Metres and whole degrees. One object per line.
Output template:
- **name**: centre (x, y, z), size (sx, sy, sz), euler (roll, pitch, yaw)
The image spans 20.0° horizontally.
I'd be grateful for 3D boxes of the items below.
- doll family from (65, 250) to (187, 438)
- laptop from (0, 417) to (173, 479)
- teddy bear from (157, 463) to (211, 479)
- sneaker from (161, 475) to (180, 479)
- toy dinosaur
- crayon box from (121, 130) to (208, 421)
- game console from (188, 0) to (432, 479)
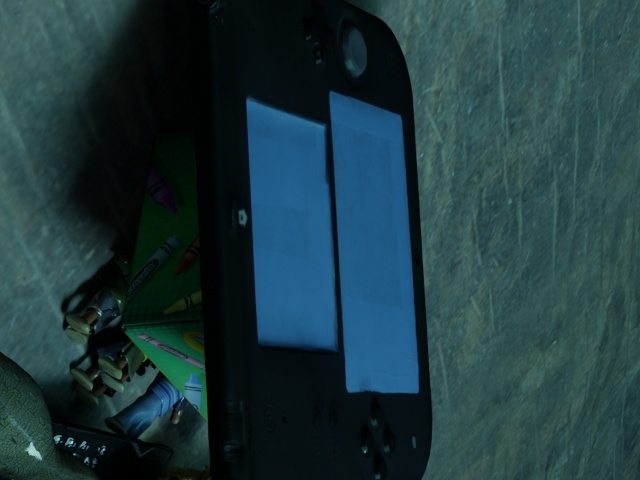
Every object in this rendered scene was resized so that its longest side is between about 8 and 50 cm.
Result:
- **doll family**: centre (-0.137, 0.084, 1.449), size (0.111, 0.076, 0.193), euler (-47, 160, -31)
- **laptop**: centre (-0.236, 0.261, 1.364), size (0.264, 0.136, 0.234), euler (22, 108, -45)
- **teddy bear**: centre (-0.097, 0.348, 1.686), size (0.245, 0.338, 0.113), euler (-31, -161, 21)
- **sneaker**: centre (-0.148, 0.272, 1.497), size (0.098, 0.083, 0.224), euler (-25, 148, -17)
- **toy dinosaur**: centre (-0.230, 0.084, 1.099), size (0.121, 0.313, 0.160), euler (-33, -174, -24)
- **crayon box**: centre (-0.050, 0.056, 1.405), size (0.278, 0.081, 0.165), euler (56, 34, -53)
- **game console**: centre (0.000, 0.000, 1.352), size (0.342, 0.060, 0.386), euler (16, 69, -68)
